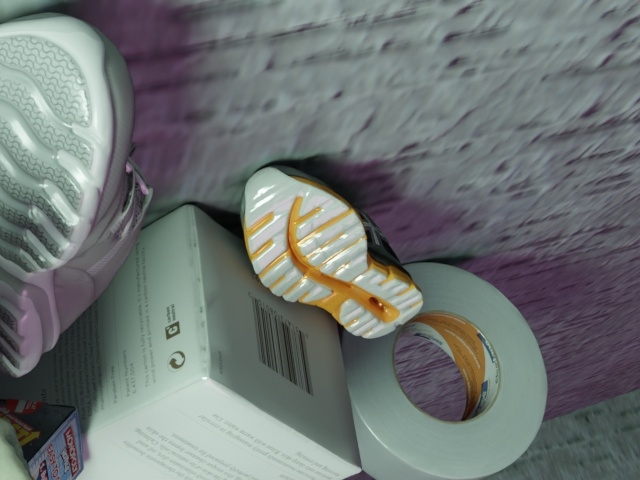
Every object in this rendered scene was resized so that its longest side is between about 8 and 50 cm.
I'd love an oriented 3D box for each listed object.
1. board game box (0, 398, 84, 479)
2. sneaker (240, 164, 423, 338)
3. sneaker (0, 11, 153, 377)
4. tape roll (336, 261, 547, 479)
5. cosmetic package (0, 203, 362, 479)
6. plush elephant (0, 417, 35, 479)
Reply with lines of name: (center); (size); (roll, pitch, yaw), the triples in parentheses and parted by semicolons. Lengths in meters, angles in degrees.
board game box: (-0.249, 0.150, 0.730); (0.194, 0.194, 0.060); (-36, 142, -41)
sneaker: (0.000, 0.000, 0.897); (0.084, 0.083, 0.215); (-31, 144, 10)
sneaker: (-0.141, -0.035, 0.636); (0.115, 0.105, 0.281); (-46, 176, -33)
tape roll: (0.109, 0.134, 1.186); (0.219, 0.219, 0.072); (-12, 161, -28)
cosmetic package: (-0.178, 0.149, 0.915); (0.366, 0.155, 0.197); (-26, 140, 21)
plush elephant: (-0.276, 0.083, 0.567); (0.272, 0.255, 0.329); (15, 117, 1)
